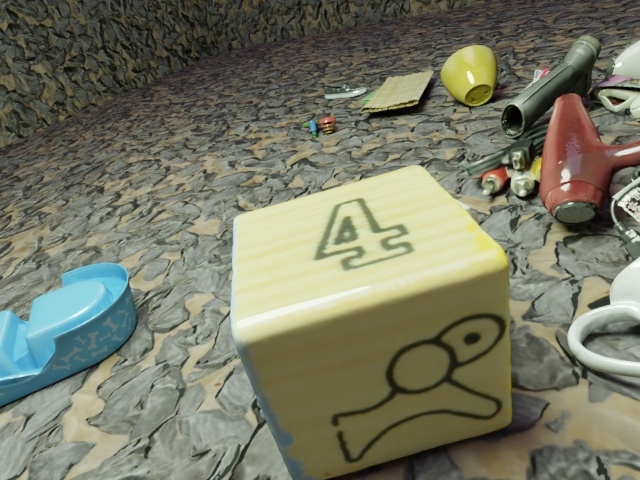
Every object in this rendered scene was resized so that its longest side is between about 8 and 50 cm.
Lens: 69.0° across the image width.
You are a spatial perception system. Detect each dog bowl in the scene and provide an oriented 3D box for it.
[{"bbox_3d":[-0.391,0.133,0.624,0.296,0.074,0.166,-23,31,-15],"label":"dog bowl"}]

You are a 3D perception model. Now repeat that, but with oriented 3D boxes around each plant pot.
[{"bbox_3d":[0.365,-0.378,1.112,0.134,0.134,0.095,-11,58,7],"label":"plant pot"}]

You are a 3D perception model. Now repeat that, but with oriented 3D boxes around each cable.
[{"bbox_3d":[0.344,-0.137,0.798,0.139,0.072,0.287,-7,16,36],"label":"cable"}]

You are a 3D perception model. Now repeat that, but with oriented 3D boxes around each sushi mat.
[{"bbox_3d":[0.218,-0.413,1.278,0.151,0.019,0.317,-2,30,23],"label":"sushi mat"}]

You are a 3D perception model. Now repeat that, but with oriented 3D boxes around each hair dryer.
[{"bbox_3d":[0.388,-0.097,0.577,0.223,0.080,0.294,-39,45,8],"label":"hair dryer"}]

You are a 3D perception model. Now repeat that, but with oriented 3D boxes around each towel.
[{"bbox_3d":[0.205,-0.418,1.339,0.151,0.023,0.113,6,34,35],"label":"towel"}]

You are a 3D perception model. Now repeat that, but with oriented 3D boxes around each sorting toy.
[{"bbox_3d":[-0.004,-0.290,1.203,0.101,0.042,0.061,-1,15,45],"label":"sorting toy"}]

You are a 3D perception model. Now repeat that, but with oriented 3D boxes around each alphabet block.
[{"bbox_3d":[0.039,0.067,0.430,0.196,0.193,0.193,-15,32,-2],"label":"alphabet block"}]

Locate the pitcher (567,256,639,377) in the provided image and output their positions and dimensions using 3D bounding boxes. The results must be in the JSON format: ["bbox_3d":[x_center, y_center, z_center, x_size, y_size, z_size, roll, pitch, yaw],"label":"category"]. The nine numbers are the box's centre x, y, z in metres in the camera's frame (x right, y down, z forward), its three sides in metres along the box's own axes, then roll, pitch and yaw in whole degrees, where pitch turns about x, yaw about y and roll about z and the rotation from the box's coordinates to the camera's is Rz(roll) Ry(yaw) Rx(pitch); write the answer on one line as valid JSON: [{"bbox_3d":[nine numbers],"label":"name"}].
[{"bbox_3d":[0.325,0.081,0.370,0.177,0.125,0.207,-39,22,4],"label":"pitcher"}]

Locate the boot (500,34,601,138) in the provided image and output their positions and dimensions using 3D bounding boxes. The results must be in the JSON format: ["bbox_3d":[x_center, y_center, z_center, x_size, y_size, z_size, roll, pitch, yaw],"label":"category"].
[{"bbox_3d":[0.445,-0.274,0.917,0.076,0.190,0.209,38,84,30],"label":"boot"}]

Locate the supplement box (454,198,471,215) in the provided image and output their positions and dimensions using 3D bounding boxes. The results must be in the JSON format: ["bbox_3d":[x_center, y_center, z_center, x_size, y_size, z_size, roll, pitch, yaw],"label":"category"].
[{"bbox_3d":[0.172,-0.041,0.703,0.062,0.036,0.098,-21,31,-12],"label":"supplement box"}]

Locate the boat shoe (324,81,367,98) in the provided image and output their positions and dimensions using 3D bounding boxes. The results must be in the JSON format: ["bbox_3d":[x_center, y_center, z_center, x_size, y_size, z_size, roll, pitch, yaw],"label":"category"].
[{"bbox_3d":[0.076,-0.476,1.467,0.141,0.040,0.049,0,33,23],"label":"boat shoe"}]

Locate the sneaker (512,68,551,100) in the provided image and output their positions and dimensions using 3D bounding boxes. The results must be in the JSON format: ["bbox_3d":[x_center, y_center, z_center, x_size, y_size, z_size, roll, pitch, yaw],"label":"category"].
[{"bbox_3d":[0.478,-0.343,1.042,0.118,0.067,0.042,-22,30,-12],"label":"sneaker"}]

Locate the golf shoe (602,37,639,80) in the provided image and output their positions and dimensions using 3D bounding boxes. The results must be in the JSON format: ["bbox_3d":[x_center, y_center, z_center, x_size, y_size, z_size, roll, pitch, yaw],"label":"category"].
[{"bbox_3d":[0.725,-0.359,0.931,0.272,0.105,0.120,-10,37,10],"label":"golf shoe"}]

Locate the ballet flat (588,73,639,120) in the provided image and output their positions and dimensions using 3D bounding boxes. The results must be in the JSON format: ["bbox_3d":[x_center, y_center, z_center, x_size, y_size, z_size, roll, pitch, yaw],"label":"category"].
[{"bbox_3d":[0.593,-0.264,0.868,0.079,0.077,0.221,-34,26,4],"label":"ballet flat"}]
